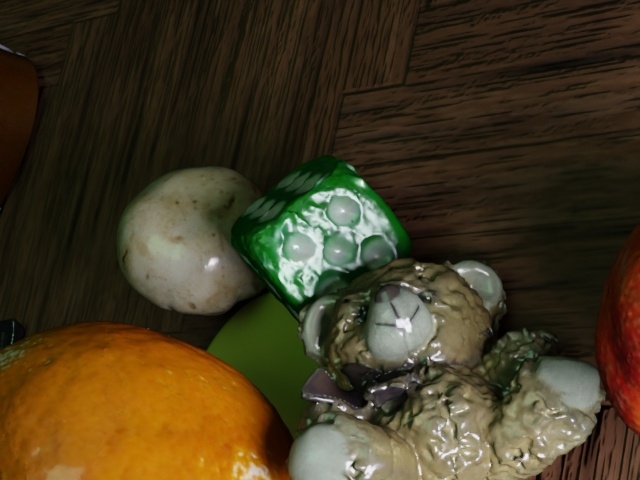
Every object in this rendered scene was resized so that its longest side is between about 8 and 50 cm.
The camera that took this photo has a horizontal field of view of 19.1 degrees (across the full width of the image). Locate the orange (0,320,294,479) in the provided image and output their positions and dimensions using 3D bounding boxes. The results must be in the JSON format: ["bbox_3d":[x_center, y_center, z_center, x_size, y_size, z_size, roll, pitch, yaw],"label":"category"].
[{"bbox_3d":[-0.189,0.279,1.686,0.424,0.326,0.424,-14,72,53],"label":"orange"}]

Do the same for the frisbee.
[{"bbox_3d":[-0.052,0.150,1.850,0.236,0.017,0.236,-23,54,37],"label":"frisbee"}]

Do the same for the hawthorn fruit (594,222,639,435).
[{"bbox_3d":[0.307,0.035,1.417,0.207,0.207,0.243,-30,35,32],"label":"hawthorn fruit"}]

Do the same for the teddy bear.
[{"bbox_3d":[0.089,0.117,1.622,0.267,0.156,0.256,-12,52,-3],"label":"teddy bear"}]

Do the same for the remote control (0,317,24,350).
[{"bbox_3d":[-0.434,0.134,2.245,0.245,0.025,0.063,-9,64,42],"label":"remote control"}]

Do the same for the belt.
[{"bbox_3d":[-0.478,-0.098,2.348,0.338,0.122,0.217,-58,43,8],"label":"belt"}]

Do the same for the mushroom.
[{"bbox_3d":[-0.119,0.004,1.912,0.166,0.127,0.166,-6,50,7],"label":"mushroom"}]

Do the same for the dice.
[{"bbox_3d":[0.000,0.000,1.769,0.131,0.120,0.128,-40,14,-5],"label":"dice"}]
